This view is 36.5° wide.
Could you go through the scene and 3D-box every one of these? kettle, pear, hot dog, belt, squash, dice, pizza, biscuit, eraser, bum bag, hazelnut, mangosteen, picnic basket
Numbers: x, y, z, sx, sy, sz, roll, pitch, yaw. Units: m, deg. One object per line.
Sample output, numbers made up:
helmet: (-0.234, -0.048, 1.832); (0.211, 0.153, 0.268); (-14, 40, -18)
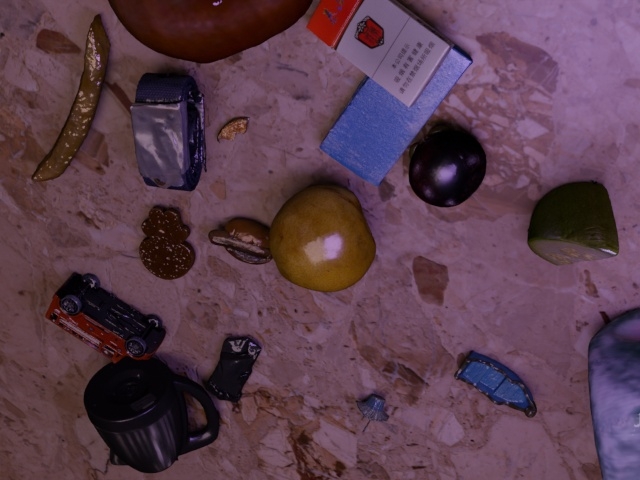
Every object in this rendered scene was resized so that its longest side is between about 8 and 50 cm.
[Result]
kettle: (-0.393, 0.417, 2.243); (0.207, 0.251, 0.271); (25, 139, 38)
pear: (0.000, 0.000, 1.873); (0.209, 0.209, 0.208); (6, 120, 11)
hot dog: (-0.159, 0.000, 2.003); (0.140, 0.060, 0.090); (29, 117, 1)
belt: (-0.282, -0.207, 1.872); (0.126, 0.139, 0.230); (7, 118, 12)
squash: (0.427, 0.008, 1.724); (0.111, 0.288, 0.203); (24, 121, -1)
dice: (0.695, 0.329, 1.809); (0.348, 0.328, 0.330); (-9, 116, 18)
pizza: (-0.172, -0.218, 1.911); (0.083, 0.016, 0.037); (-30, 106, 23)
biscuit: (-0.326, 0.006, 2.069); (0.124, 0.026, 0.175); (9, 121, 8)
eraser: (0.135, -0.253, 1.796); (0.144, 0.042, 0.312); (33, 121, -5)
bum bag: (-0.198, 0.295, 2.183); (0.087, 0.049, 0.197); (22, 121, -4)
hazelnut: (-0.183, -0.465, 1.587); (0.366, 0.366, 0.365); (6, 120, 11)
mangosteen: (0.227, -0.139, 1.787); (0.153, 0.152, 0.152); (6, 120, 11)
picnic basket: (0.111, 0.380, 2.147); (0.083, 0.065, 0.083); (23, 100, -9)

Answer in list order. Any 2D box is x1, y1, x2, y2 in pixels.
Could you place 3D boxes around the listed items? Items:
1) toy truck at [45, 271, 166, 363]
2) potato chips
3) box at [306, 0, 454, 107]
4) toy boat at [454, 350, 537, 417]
toy truck: (-0.477, 0.185, 2.160); (0.253, 0.107, 0.114); (34, 122, -4)
potato chips: (-0.488, -0.261, 1.943); (0.080, 0.057, 0.407); (28, 122, -6)
box: (0.102, -0.361, 1.710); (0.245, 0.035, 0.139); (40, 121, 10)
toy boat: (0.370, 0.306, 2.026); (0.185, 0.077, 0.075); (31, 120, -4)
